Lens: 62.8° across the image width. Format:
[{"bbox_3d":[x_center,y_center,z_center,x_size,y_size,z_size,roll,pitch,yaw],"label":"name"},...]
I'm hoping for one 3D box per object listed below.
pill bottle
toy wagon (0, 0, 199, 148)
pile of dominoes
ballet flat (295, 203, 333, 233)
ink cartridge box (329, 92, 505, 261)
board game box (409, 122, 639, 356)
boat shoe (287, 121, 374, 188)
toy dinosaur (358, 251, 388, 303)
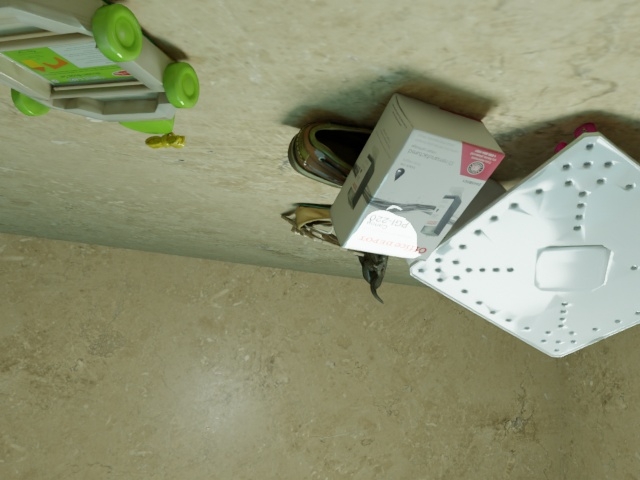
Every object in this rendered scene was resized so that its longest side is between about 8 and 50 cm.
[{"bbox_3d":[0.275,-0.016,1.096,0.162,0.162,0.278,7,163,-6],"label":"pill bottle"},{"bbox_3d":[-0.292,-0.206,0.672,0.268,0.068,0.344,3,171,19],"label":"toy wagon"},{"bbox_3d":[0.000,0.000,1.504,0.196,0.040,0.251,20,-172,-30],"label":"pile of dominoes"},{"bbox_3d":[0.048,-0.051,1.375,0.233,0.073,0.080,3,169,14],"label":"ballet flat"},{"bbox_3d":[0.130,-0.080,0.761,0.159,0.092,0.217,10,132,-24],"label":"ink cartridge box"},{"bbox_3d":[0.422,0.032,0.890,0.390,0.050,0.390,30,135,-17],"label":"board game box"},{"bbox_3d":[0.104,-0.114,0.849,0.308,0.110,0.104,9,171,-20],"label":"boat shoe"},{"bbox_3d":[0.155,0.053,1.556,0.121,0.313,0.160,-19,151,-13],"label":"toy dinosaur"}]
